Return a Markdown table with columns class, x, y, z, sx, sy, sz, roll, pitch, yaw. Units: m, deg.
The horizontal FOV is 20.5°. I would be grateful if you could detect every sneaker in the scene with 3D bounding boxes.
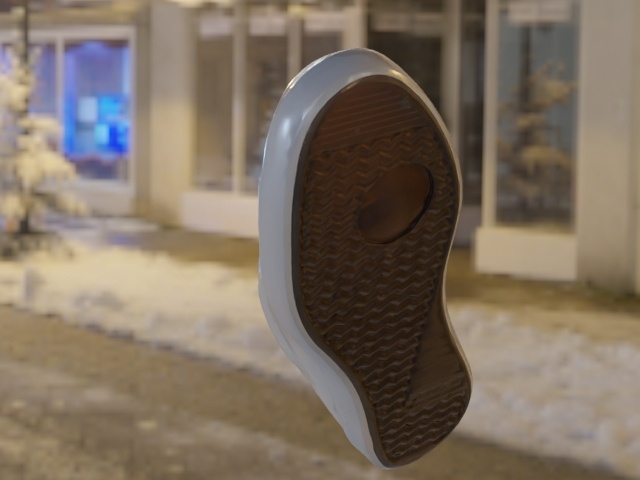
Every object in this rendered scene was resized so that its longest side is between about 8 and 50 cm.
| class | x | y | z | sx | sy | sz | roll | pitch | yaw |
| --- | --- | --- | --- | --- | --- | --- | --- | --- | --- |
| sneaker | 0.000 | 0.000 | 0.889 | 0.106 | 0.290 | 0.123 | -32 | 54 | -17 |
